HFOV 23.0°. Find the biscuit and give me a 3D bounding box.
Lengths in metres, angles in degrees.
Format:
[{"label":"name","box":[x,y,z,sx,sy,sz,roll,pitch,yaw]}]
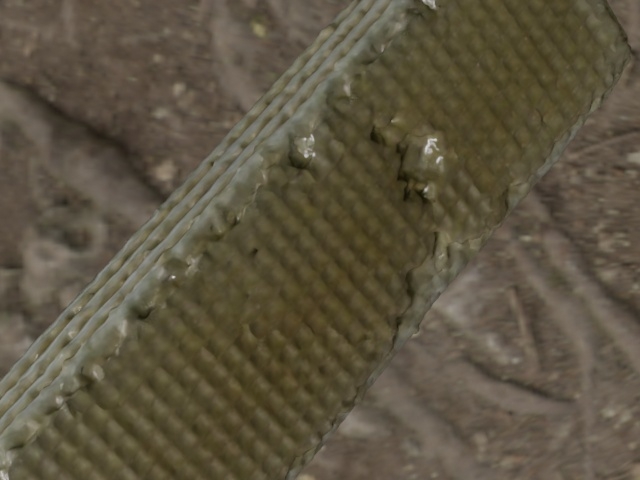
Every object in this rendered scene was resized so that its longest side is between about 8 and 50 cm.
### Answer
[{"label":"biscuit","box":[0.000,0.000,0.806,0.426,0.144,0.078,-50,26,-16]}]
